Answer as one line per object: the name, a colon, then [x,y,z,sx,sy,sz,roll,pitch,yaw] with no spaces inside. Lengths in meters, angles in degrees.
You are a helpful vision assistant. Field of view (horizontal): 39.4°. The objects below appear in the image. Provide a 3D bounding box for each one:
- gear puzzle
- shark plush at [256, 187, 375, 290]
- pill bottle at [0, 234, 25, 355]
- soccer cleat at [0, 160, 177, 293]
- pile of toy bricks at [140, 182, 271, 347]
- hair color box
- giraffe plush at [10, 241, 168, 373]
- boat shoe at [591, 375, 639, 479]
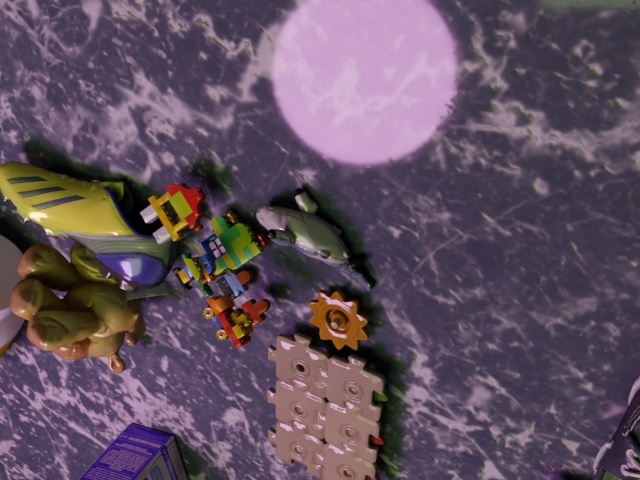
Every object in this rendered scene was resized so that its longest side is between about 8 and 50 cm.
gear puzzle: [0.013,0.194,1.189,0.175,0.044,0.339,19,128,23]
shark plush: [0.000,0.000,1.061,0.161,0.073,0.067,25,157,-11]
pill bottle: [-0.581,0.123,1.427,0.188,0.188,0.334,45,136,-3]
soccer cleat: [-0.311,-0.044,1.209,0.289,0.093,0.121,33,107,14]
pile of toy bricks: [-0.115,0.018,1.111,0.105,0.118,0.212,-34,84,17]
hair color box: [-0.346,0.480,1.429,0.110,0.339,0.185,8,126,30]
giraffe plush: [-0.338,0.110,1.299,0.210,0.181,0.170,8,147,-14]
boat shoe: [0.343,0.234,0.913,0.114,0.091,0.302,24,145,24]
